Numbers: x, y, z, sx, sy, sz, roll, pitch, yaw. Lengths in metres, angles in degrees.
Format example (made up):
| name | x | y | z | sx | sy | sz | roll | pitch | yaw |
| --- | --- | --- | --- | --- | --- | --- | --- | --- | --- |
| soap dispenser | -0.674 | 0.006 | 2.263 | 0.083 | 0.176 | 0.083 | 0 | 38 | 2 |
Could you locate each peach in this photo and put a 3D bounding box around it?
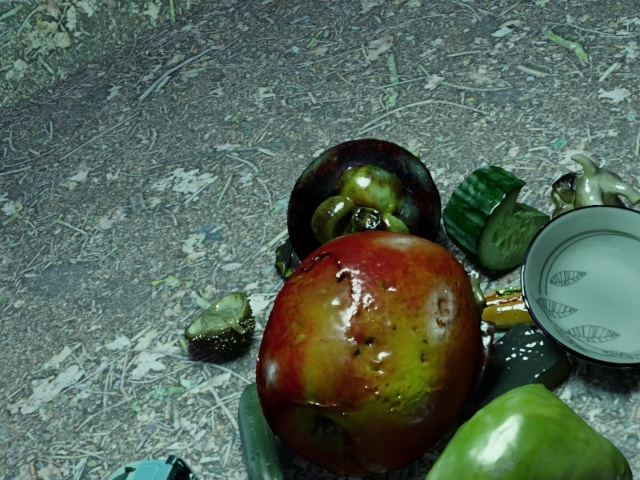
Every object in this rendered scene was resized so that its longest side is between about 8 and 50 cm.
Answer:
| name | x | y | z | sx | sy | sz | roll | pitch | yaw |
| --- | --- | --- | --- | --- | --- | --- | --- | --- | --- |
| peach | 0.092 | 0.169 | 1.658 | 0.339 | 0.353 | 0.416 | 8 | 42 | 33 |

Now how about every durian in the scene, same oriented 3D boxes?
| name | x | y | z | sx | sy | sz | roll | pitch | yaw |
| --- | --- | --- | --- | --- | --- | --- | --- | --- | --- |
| durian | -0.186 | 0.180 | 1.993 | 0.148 | 0.091 | 0.188 | -39 | 18 | -23 |

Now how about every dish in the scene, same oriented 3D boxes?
| name | x | y | z | sx | sy | sz | roll | pitch | yaw |
| --- | --- | --- | --- | --- | --- | --- | --- | --- | --- |
| dish | 0.497 | 0.095 | 1.720 | 0.316 | 0.106 | 0.317 | -1 | 62 | 1 |

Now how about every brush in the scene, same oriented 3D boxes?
| name | x | y | z | sx | sy | sz | roll | pitch | yaw |
| --- | --- | --- | --- | --- | --- | --- | --- | --- | --- |
| brush | 0.324 | 0.233 | 1.710 | 0.197 | 0.059 | 0.123 | -37 | 41 | -20 |

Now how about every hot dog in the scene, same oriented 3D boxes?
| name | x | y | z | sx | sy | sz | roll | pitch | yaw |
| --- | --- | --- | --- | --- | --- | --- | --- | --- | --- |
| hot dog | 0.392 | 0.115 | 1.830 | 0.235 | 0.062 | 0.092 | -10 | 41 | 16 |

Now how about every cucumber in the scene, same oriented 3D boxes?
| name | x | y | z | sx | sy | sz | roll | pitch | yaw |
| --- | --- | --- | --- | --- | --- | --- | --- | --- | --- |
| cucumber | 0.345 | -0.032 | 1.949 | 0.191 | 0.191 | 0.130 | -26 | 36 | -8 |

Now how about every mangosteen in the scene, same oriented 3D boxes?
| name | x | y | z | sx | sy | sz | roll | pitch | yaw |
| --- | --- | --- | --- | --- | --- | --- | --- | --- | --- |
| mangosteen | 0.087 | -0.042 | 1.975 | 0.329 | 0.330 | 0.330 | -13 | 36 | 10 |

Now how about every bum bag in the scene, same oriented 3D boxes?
| name | x | y | z | sx | sy | sz | roll | pitch | yaw |
| --- | --- | --- | --- | --- | --- | --- | --- | --- | --- |
| bum bag | 0.000 | 0.000 | 2.168 | 0.232 | 0.060 | 0.107 | -29 | 45 | -8 |

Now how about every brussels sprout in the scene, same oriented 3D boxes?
| name | x | y | z | sx | sy | sz | roll | pitch | yaw |
| --- | --- | --- | --- | --- | --- | --- | --- | --- | --- |
| brussels sprout | 0.277 | 0.355 | 1.356 | 0.328 | 0.328 | 0.247 | -27 | 34 | -9 |

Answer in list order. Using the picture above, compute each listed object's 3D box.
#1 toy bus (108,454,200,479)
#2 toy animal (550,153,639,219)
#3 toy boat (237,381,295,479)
| name | x | y | z | sx | sy | sz | roll | pitch | yaw |
| --- | --- | --- | --- | --- | --- | --- | --- | --- | --- |
| toy bus | -0.309 | 0.490 | 1.621 | 0.164 | 0.133 | 0.271 | -5 | 40 | 27 |
| toy animal | 0.526 | -0.073 | 1.929 | 0.121 | 0.233 | 0.169 | -37 | 78 | -5 |
| toy boat | -0.097 | 0.346 | 1.757 | 0.085 | 0.078 | 0.261 | -1 | 35 | -14 |
